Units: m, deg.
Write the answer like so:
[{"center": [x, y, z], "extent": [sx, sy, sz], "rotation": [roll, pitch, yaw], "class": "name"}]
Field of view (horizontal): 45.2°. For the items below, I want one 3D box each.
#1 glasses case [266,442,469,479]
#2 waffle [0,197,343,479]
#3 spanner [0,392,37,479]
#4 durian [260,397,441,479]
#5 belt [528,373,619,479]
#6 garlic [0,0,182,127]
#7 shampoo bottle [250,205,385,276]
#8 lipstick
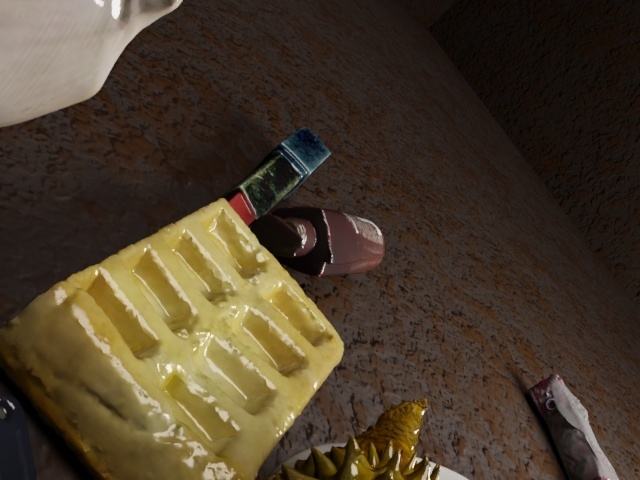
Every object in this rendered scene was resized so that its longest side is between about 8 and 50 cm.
[{"center": [0.041, 0.182, 0.535], "extent": [0.193, 0.074, 0.049], "rotation": [28, 29, -40], "class": "glasses case"}, {"center": [-0.078, 0.069, 0.526], "extent": [0.168, 0.057, 0.274], "rotation": [49, 21, 0], "class": "waffle"}, {"center": [-0.126, 0.158, 0.349], "extent": [0.046, 0.012, 0.208], "rotation": [20, 34, -51], "class": "spanner"}, {"center": [0.001, 0.141, 0.404], "extent": [0.078, 0.140, 0.224], "rotation": [36, 37, 4], "class": "durian"}, {"center": [0.327, 0.270, 0.952], "extent": [0.071, 0.053, 0.232], "rotation": [26, 29, -27], "class": "belt"}, {"center": [-0.241, -0.201, 0.446], "extent": [0.340, 0.245, 0.231], "rotation": [22, 19, -20], "class": "garlic"}, {"center": [0.001, 0.002, 0.748], "extent": [0.236, 0.068, 0.067], "rotation": [7, 85, -66], "class": "shampoo bottle"}, {"center": [-0.056, -0.058, 0.795], "extent": [0.051, 0.051, 0.312], "rotation": [48, 23, -5], "class": "lipstick"}]
